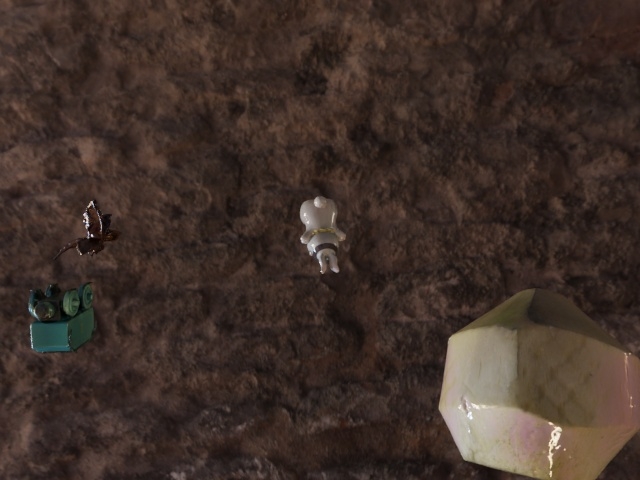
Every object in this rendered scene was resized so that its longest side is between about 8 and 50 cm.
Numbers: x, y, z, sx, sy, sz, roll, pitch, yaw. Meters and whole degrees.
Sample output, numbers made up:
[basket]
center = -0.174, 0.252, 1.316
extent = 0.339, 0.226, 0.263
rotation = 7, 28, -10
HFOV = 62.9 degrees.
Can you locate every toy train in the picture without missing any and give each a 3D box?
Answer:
[toy train]
center = -0.645, 0.193, 1.316
extent = 0.112, 0.203, 0.163
rotation = -1, -85, -2

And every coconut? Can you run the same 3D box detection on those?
[coconut]
center = 0.284, 0.185, 0.706
extent = 0.259, 0.259, 0.259
rotation = -1, -129, 2

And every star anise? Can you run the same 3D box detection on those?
[star anise]
center = -0.595, -0.014, 1.314
extent = 0.144, 0.158, 0.140
rotation = 9, -111, 11

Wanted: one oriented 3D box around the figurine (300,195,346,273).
[figurine]
center = 0.010, -0.002, 0.988
extent = 0.081, 0.098, 0.146
rotation = -11, -105, 8
